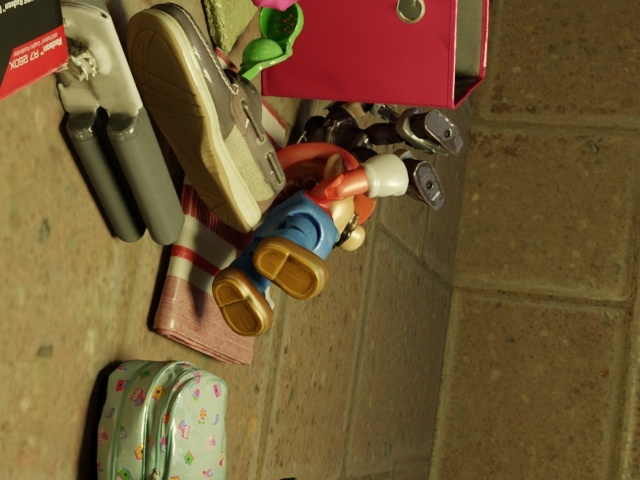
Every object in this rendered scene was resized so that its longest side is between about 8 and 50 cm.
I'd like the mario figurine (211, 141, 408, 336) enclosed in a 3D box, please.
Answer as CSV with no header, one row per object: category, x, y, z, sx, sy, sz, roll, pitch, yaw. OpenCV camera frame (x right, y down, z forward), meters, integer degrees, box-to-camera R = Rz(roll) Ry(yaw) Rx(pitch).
mario figurine,0.000,0.000,1.220,0.320,0.198,0.170,-61,147,-58

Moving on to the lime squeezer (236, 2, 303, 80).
lime squeezer,-0.064,-0.245,1.199,0.110,0.059,0.310,70,33,-57

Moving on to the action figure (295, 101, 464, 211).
action figure,0.063,-0.127,1.433,0.099,0.285,0.185,38,78,-38

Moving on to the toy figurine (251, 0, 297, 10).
toy figurine,-0.046,-0.329,1.145,0.173,0.130,0.159,10,84,-80

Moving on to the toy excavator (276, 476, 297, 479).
toy excavator,-0.144,0.426,0.925,0.222,0.445,0.433,66,-14,0

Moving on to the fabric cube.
fabric cube,0.081,-0.327,1.399,0.259,0.258,0.254,-45,138,-65

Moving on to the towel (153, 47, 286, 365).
towel,-0.114,-0.029,1.237,0.237,0.037,0.329,44,51,-67

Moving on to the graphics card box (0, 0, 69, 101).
graphics card box,-0.256,-0.247,0.582,0.233,0.094,0.370,-54,147,-59

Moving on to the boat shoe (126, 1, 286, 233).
boat shoe,-0.105,-0.128,1.046,0.092,0.103,0.285,-46,139,-23

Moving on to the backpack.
backpack,-0.158,0.207,1.026,0.152,0.115,0.182,4,89,-71

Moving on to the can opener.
can opener,-0.178,-0.107,0.922,0.280,0.074,0.093,79,23,-45

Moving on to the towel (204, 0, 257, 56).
towel,-0.107,-0.294,1.182,0.148,0.027,0.110,80,23,-44
